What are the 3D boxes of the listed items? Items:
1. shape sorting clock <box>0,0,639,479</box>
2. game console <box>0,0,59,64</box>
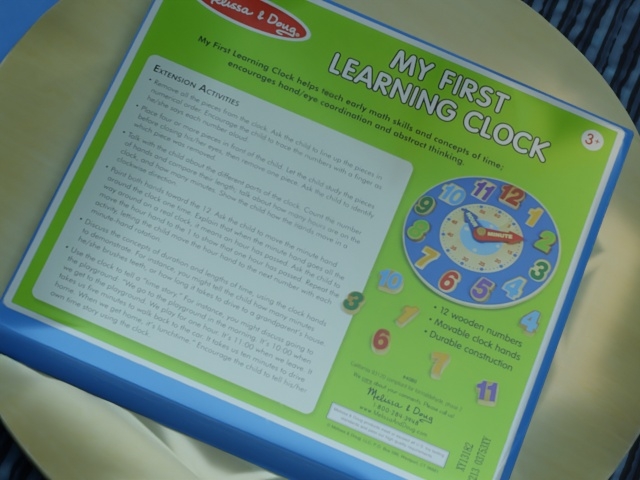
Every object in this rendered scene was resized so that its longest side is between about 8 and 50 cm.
[{"bbox_3d":[0.000,0.000,0.483,0.206,0.040,0.206,3,69,-7],"label":"shape sorting clock"},{"bbox_3d":[-0.167,-0.128,0.446,0.173,0.250,0.293,32,61,28],"label":"game console"}]
